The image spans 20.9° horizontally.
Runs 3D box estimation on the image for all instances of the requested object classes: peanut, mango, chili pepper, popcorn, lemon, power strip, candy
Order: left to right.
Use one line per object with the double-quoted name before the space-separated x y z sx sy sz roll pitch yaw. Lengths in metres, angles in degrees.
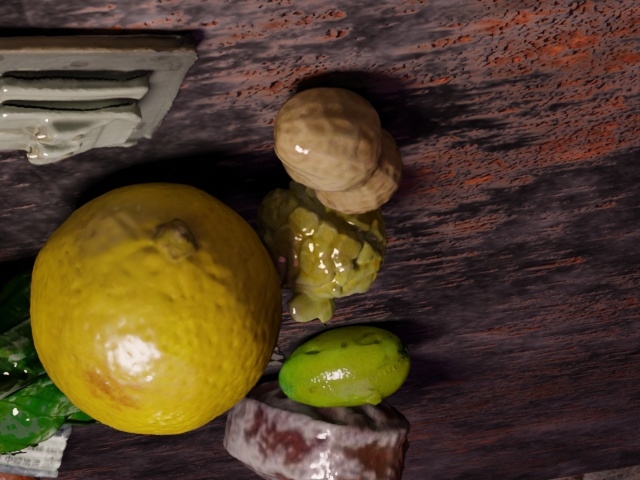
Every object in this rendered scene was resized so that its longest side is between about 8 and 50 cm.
"chili pepper" -0.330 0.127 1.843 0.385 0.167 0.213 -14 151 -38
"power strip" -0.218 -0.103 1.440 0.213 0.064 0.198 -4 163 -18
"lemon" -0.160 0.067 1.688 0.267 0.267 0.267 -8 161 -3
"candy" -0.005 0.268 2.418 0.214 0.157 0.289 7 -175 -43
"popcorn" 0.000 0.000 1.744 0.141 0.162 0.135 35 -177 -14
"peanut" 0.019 -0.079 1.597 0.104 0.085 0.228 -5 165 16
"mango" 0.032 0.174 2.294 0.178 0.100 0.119 -11 134 3

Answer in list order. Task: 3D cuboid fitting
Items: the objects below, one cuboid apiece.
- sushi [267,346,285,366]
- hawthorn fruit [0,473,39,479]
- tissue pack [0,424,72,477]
"sushi" -0.219 0.182 2.266 0.320 0.068 0.339 -11 161 6
"hawthorn fruit" -0.463 0.337 2.456 0.149 0.189 0.149 -10 132 -11
"tissue pack" -0.433 0.191 1.989 0.257 0.081 0.185 12 -166 -28
